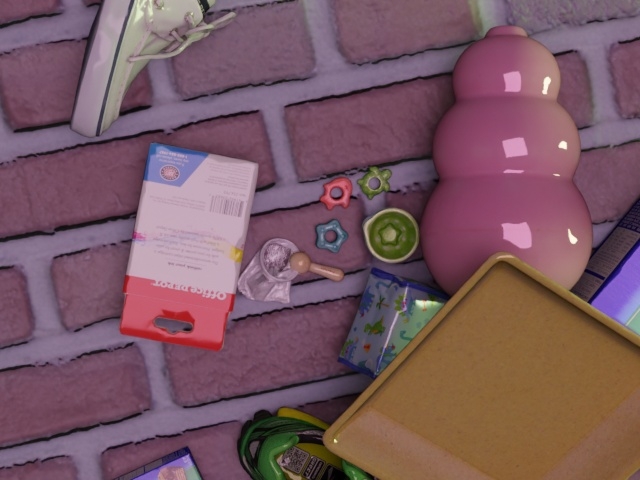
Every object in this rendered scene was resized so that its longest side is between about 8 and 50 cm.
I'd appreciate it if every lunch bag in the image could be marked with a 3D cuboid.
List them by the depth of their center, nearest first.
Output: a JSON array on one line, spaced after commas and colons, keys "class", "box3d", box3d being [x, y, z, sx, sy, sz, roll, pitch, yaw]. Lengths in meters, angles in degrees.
[{"class": "lunch bag", "box3d": [0.113, 0.116, 1.877, 0.151, 0.096, 0.129, 19, 93, -37]}]

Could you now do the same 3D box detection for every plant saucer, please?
[{"class": "plant saucer", "box3d": [0.224, 0.183, 1.776, 0.333, 0.081, 0.333, 32, 116, -19]}]

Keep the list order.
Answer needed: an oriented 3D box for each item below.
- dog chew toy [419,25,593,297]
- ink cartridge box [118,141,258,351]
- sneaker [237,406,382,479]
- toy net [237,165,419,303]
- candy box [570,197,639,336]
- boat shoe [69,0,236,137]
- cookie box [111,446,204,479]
[{"class": "dog chew toy", "box3d": [0.222, -0.089, 1.828, 0.206, 0.206, 0.332, 1, 86, -7]}, {"class": "ink cartridge box", "box3d": [-0.160, 0.006, 1.841, 0.134, 0.078, 0.231, 11, 93, -7]}, {"class": "sneaker", "box3d": [0.063, 0.314, 1.859, 0.343, 0.146, 0.134, 19, 92, -9]}, {"class": "toy net", "box3d": [0.000, 0.000, 1.877, 0.232, 0.045, 0.122, -23, 97, -5]}, {"class": "candy box", "box3d": [0.446, 0.111, 1.902, 0.268, 0.122, 0.317, 39, 91, -9]}, {"class": "boat shoe", "box3d": [-0.175, -0.280, 1.800, 0.156, 0.136, 0.367, 19, 82, -11]}, {"class": "cookie box", "box3d": [-0.193, 0.319, 1.880, 0.107, 0.040, 0.092, -25, 98, -4]}]
